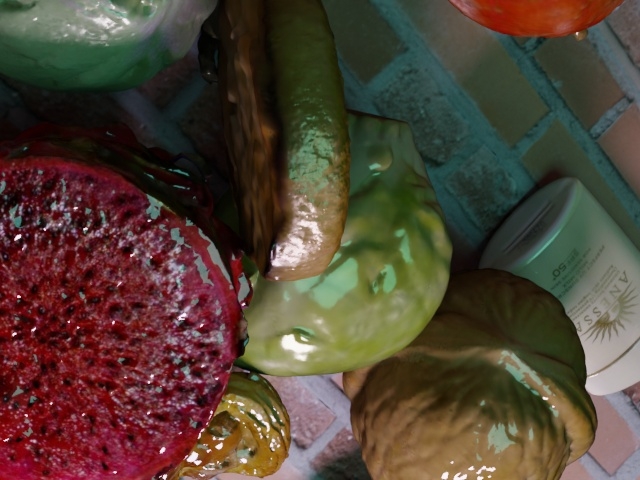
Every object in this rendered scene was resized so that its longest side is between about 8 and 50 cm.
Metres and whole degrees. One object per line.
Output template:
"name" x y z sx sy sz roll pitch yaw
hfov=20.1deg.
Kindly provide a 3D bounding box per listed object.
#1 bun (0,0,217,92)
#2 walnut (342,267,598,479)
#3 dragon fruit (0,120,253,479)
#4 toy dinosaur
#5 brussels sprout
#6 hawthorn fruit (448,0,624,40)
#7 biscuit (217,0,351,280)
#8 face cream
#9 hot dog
"bun" -0.200 -0.253 1.663 0.293 0.187 0.293 -18 130 -22
"walnut" 0.175 0.182 2.096 0.333 0.333 0.333 -17 126 -24
"dragon fruit" -0.244 0.054 1.766 0.371 0.249 0.386 -13 113 10
"toy dinosaur" -0.071 -0.250 1.870 0.187 0.087 0.179 11 77 -54
"brussels sprout" 0.005 0.010 1.933 0.273 0.242 0.317 37 90 -40
"hawthorn fruit" 0.236 -0.326 1.867 0.287 0.287 0.330 -36 138 -10
"biscuit" -0.031 -0.108 1.683 0.102 0.296 0.296 -7 122 -12
"face cream" 0.341 0.072 2.298 0.173 0.081 0.348 -46 132 0
"hot dog" -0.121 0.216 1.969 0.175 0.259 0.114 -9 79 -9
